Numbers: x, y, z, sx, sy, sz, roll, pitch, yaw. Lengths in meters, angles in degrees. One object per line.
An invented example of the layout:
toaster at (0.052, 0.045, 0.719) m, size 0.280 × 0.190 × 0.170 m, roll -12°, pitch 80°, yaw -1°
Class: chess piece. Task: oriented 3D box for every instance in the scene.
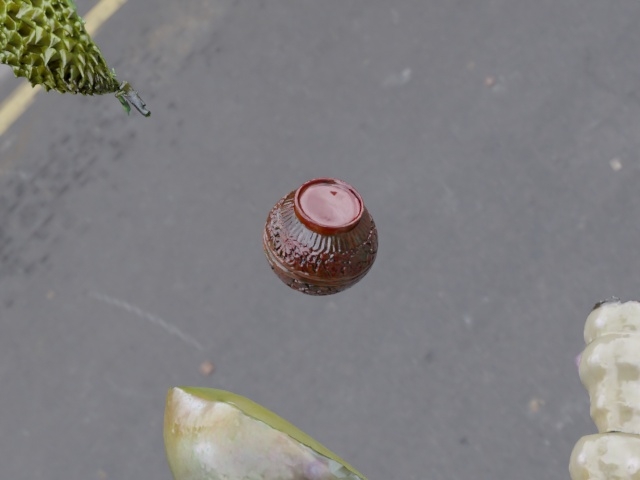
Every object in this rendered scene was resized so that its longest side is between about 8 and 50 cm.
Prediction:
chess piece at (0.293, 0.198, 1.443) m, size 0.142 × 0.143 × 0.261 m, roll -3°, pitch 58°, yaw 41°

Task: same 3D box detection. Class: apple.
apple at (-0.008, 0.219, 1.196) m, size 0.120 × 0.265 × 0.193 m, roll -60°, pitch 17°, yaw -16°

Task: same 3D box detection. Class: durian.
durian at (-0.226, -0.189, 1.315) m, size 0.086 × 0.215 × 0.100 m, roll -30°, pitch 0°, yaw 34°

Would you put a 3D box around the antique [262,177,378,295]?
antique at (0.000, 0.000, 1.300) m, size 0.104 × 0.104 × 0.104 m, roll -25°, pitch 40°, yaw 23°
